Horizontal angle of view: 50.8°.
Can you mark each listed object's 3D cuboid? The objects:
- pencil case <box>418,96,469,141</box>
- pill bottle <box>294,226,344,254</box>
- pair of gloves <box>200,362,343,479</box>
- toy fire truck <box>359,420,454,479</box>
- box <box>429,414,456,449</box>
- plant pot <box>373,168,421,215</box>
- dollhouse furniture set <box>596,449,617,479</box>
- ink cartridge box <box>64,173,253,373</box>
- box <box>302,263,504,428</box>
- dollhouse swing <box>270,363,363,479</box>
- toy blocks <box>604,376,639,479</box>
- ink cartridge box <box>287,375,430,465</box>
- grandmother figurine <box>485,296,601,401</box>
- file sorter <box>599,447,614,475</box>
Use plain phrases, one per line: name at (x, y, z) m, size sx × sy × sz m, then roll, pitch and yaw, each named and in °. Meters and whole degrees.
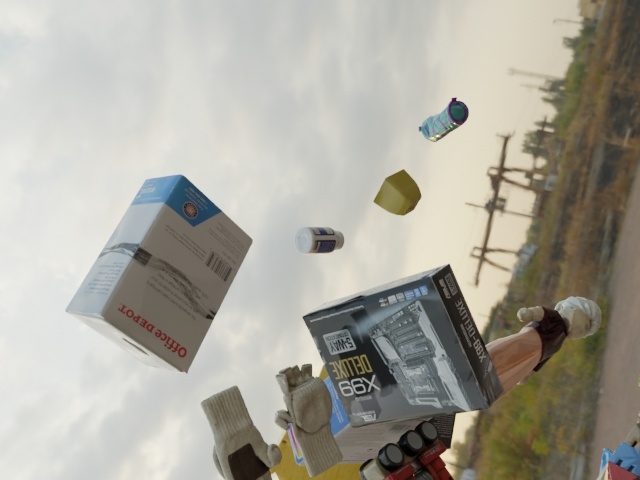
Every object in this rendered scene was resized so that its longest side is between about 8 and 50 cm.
pencil case at (0.310, -0.300, 1.695) m, size 0.152 × 0.065 × 0.070 m, roll 154°, pitch 103°, yaw -68°
pill bottle at (0.000, 0.000, 1.646) m, size 0.120 × 0.067 × 0.067 m, roll -1°, pitch -73°, yaw -45°
pair of gloves at (-0.075, 0.336, 1.183) m, size 0.240 × 0.042 × 0.204 m, roll -13°, pitch -91°, yaw -30°
toy fire truck at (0.234, 0.595, 1.605) m, size 0.217 × 0.246 × 0.158 m, roll -15°, pitch -30°, yaw -45°
box at (0.302, 0.480, 1.942) m, size 0.108 × 0.153 × 0.207 m, roll 16°, pitch -98°, yaw -36°
plant pot at (0.193, -0.108, 1.619) m, size 0.081 × 0.083 × 0.081 m, roll -29°, pitch -26°, yaw -43°
dollhouse furniture set at (0.594, 0.508, 1.174) m, size 0.242 × 0.161 × 0.212 m, roll -68°, pitch -3°, yaw -66°
ink cartridge box at (-0.296, 0.064, 1.286) m, size 0.223 × 0.129 × 0.307 m, roll 47°, pitch -124°, yaw -38°
box at (0.140, 0.199, 1.216) m, size 0.076 × 0.307 × 0.242 m, roll -26°, pitch -87°, yaw -50°
dollhouse swing at (0.064, 0.620, 2.151) m, size 0.305 × 0.347 × 0.315 m, roll -64°, pitch 0°, yaw -58°
toy blocks at (0.615, 0.335, 0.997) m, size 0.261 × 0.381 × 0.190 m, roll -31°, pitch -50°, yaw -35°
ink cartridge box at (0.137, 0.408, 1.694) m, size 0.270 × 0.151 × 0.395 m, roll 14°, pitch -47°, yaw -41°
grandmother figurine at (0.420, 0.211, 1.336) m, size 0.342 × 0.104 × 0.207 m, roll -25°, pitch -38°, yaw -21°
file sorter at (0.669, 0.526, 1.408) m, size 0.170 × 0.105 × 0.118 m, roll -129°, pitch 47°, yaw -87°
